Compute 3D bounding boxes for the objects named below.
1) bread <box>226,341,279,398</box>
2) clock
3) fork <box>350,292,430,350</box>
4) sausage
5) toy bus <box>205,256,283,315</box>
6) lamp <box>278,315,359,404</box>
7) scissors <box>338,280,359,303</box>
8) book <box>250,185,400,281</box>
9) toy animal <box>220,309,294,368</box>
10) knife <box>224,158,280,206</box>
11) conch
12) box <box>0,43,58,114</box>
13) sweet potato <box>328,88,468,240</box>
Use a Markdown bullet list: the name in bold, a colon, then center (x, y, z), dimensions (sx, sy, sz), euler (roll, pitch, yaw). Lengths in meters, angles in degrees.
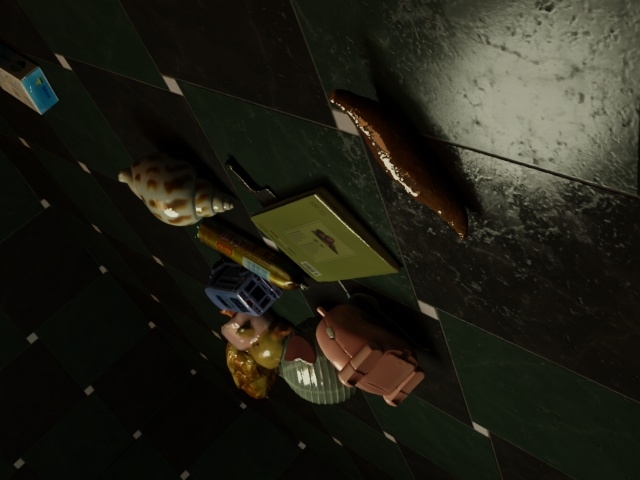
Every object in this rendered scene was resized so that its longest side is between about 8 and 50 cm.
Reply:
- **bread**: center (-0.241, 0.424, 2.517), dimensions (0.149, 0.195, 0.344), euler (27, 152, 19)
- **clock**: center (0.102, 0.233, 1.624), dimensions (0.227, 0.142, 0.241), euler (33, -168, -41)
- **fork**: center (0.165, 0.182, 1.611), dimensions (0.219, 0.028, 0.034), euler (37, 151, 1)
- **sausage**: center (-0.174, 0.044, 1.838), dimensions (0.371, 0.082, 0.082), euler (28, 154, 30)
- **toy bus**: center (-0.235, 0.135, 2.033), dimensions (0.125, 0.133, 0.292), euler (50, 157, -22)
- **lamp**: center (0.004, 0.310, 1.830), dimensions (0.233, 0.233, 0.265), euler (39, 165, 6)
- **scissors**: center (0.063, 0.122, 1.680), dimensions (0.036, 0.006, 0.083), euler (12, 144, 54)
- **book**: center (0.000, 0.000, 1.513), dimensions (0.239, 0.035, 0.352), euler (44, 157, -15)
- **toy animal**: center (-0.188, 0.297, 2.224), dimensions (0.281, 0.169, 0.195), euler (33, -160, 7)
- **knife**: center (-0.115, -0.092, 1.566), dimensions (0.245, 0.019, 0.072), euler (45, 155, -16)
- **conch**: center (-0.347, -0.125, 1.717), dimensions (0.275, 0.183, 0.149), euler (36, 117, -5)
- **box**: center (-0.863, -0.466, 2.033), dimensions (0.194, 0.073, 0.139), euler (32, 157, 23)
- **sweet potato**: center (0.125, -0.116, 1.055), dimensions (0.314, 0.066, 0.072), euler (48, 165, -22)
